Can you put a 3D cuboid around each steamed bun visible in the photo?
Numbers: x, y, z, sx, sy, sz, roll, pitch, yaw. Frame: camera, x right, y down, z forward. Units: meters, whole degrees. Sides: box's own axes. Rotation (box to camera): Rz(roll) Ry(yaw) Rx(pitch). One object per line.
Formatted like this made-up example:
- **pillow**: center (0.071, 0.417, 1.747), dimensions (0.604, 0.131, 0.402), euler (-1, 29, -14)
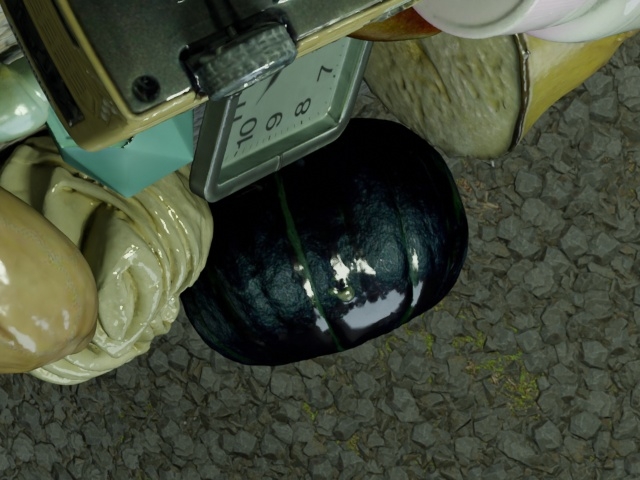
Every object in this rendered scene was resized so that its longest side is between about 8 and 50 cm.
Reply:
- **steamed bun**: center (-0.268, 0.015, 1.885), dimensions (0.289, 0.276, 0.203), euler (-24, -174, 8)

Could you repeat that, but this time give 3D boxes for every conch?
- **conch**: center (-0.266, -0.123, 1.408), dimensions (0.180, 0.088, 0.065), euler (-24, 135, -9)

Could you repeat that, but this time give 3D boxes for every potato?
- **potato**: center (0.235, -0.279, 1.941), dimensions (0.296, 0.290, 0.397), euler (-32, 179, -20)

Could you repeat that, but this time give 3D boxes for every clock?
- **clock**: center (-0.027, -0.194, 1.758), dimensions (0.279, 0.049, 0.273), euler (-30, 144, -50)

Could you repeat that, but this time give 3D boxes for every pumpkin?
- **pumpkin**: center (0.000, 0.000, 2.083), dimensions (0.363, 0.266, 0.363), euler (-23, -179, 0)

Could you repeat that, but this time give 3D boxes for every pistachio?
- **pistachio**: center (-0.327, 0.031, 1.678), dimensions (0.162, 0.293, 0.181), euler (-40, -140, 12)

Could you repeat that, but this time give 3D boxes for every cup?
- **cup**: center (-0.190, -0.117, 1.579), dimensions (0.134, 0.148, 0.235), euler (-63, 180, 0)

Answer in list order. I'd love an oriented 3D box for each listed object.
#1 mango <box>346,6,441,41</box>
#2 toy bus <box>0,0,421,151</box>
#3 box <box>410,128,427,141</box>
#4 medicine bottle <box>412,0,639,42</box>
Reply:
- **mango**: center (0.035, -0.251, 1.596), dimensions (0.111, 0.133, 0.267), euler (-28, 163, 30)
- **toy bus**: center (-0.022, -0.203, 1.111), dimensions (0.365, 0.177, 0.202), euler (-27, -178, -22)
- **box**: center (0.186, -0.280, 2.228), dimensions (0.190, 0.225, 0.297), euler (-30, 180, 23)
- **medicine bottle**: center (0.225, -0.301, 1.560), dimensions (0.302, 0.241, 0.241), euler (-18, 171, -43)
